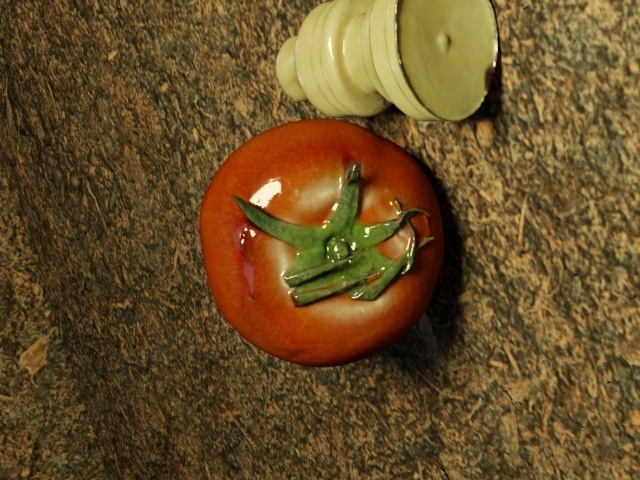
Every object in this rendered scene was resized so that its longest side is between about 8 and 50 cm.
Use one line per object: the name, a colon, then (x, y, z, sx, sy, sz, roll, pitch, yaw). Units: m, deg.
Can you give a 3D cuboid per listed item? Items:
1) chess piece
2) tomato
chess piece: (0.039, -0.190, 1.169, 0.139, 0.124, 0.307, 47, 161, -24)
tomato: (0.000, 0.000, 1.204, 0.224, 0.255, 0.256, -159, 54, -72)
